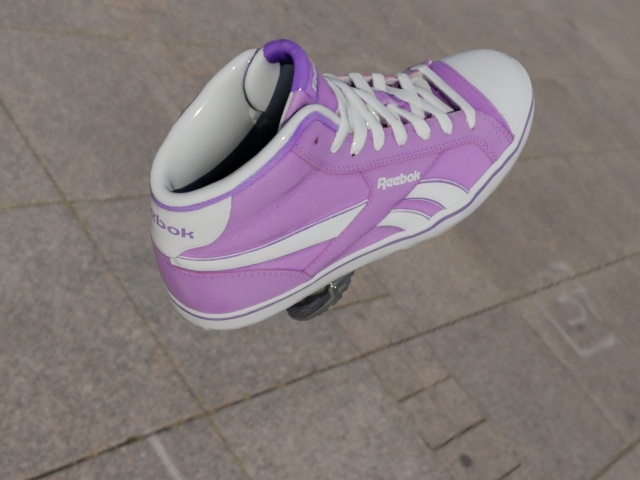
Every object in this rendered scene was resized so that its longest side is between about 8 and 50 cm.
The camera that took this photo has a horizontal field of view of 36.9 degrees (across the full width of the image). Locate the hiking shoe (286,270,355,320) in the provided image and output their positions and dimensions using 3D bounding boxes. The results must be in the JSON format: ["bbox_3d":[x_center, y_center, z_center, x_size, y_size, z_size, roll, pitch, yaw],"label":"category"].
[{"bbox_3d":[0.000,0.000,1.318,0.114,0.227,0.086,30,2,-30],"label":"hiking shoe"}]

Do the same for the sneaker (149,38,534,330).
[{"bbox_3d":[0.027,-0.065,0.559,0.282,0.161,0.102,-35,60,-21],"label":"sneaker"}]
